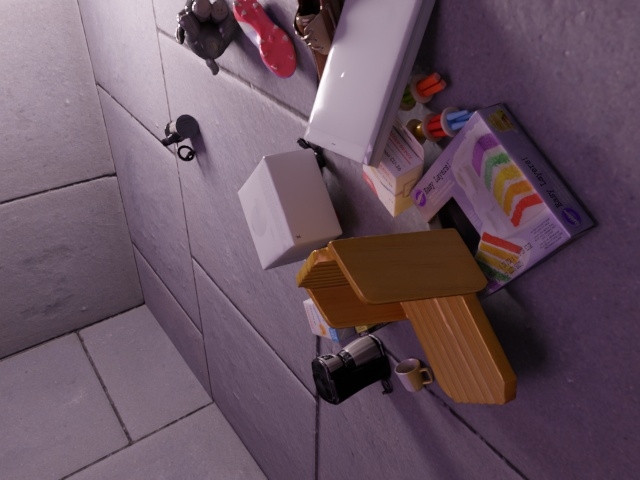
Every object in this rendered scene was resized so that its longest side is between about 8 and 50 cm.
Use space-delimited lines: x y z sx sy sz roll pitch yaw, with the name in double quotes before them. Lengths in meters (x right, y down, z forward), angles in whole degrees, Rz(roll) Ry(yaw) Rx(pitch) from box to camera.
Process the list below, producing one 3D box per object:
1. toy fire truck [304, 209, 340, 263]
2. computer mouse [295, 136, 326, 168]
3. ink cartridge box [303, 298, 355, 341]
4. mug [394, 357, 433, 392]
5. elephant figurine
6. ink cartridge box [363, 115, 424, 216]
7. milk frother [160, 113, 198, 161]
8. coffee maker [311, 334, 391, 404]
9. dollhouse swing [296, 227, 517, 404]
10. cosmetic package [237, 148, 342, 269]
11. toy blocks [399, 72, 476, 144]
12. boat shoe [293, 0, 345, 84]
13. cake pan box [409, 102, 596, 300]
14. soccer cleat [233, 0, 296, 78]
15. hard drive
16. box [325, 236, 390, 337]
"toy fire truck" 0.000 0.000 1.495 0.135 0.047 0.192 27 131 51
"computer mouse" -0.005 -0.256 1.333 0.106 0.042 0.193 58 150 20
"ink cartridge box" 0.014 0.215 1.602 0.181 0.062 0.104 2 111 59
"mug" 0.219 0.323 1.335 0.078 0.062 0.064 8 124 65
"elephant figurine" -0.327 -0.605 1.564 0.169 0.186 0.239 35 -172 -39
"ink cartridge box" 0.135 -0.144 1.080 0.115 0.067 0.198 55 170 24
"milk frother" -0.486 -0.365 2.040 0.143 0.129 0.135 32 166 -28
"coffee maker" 0.084 0.347 1.452 0.171 0.178 0.120 62 151 11
"dollhouse swing" 0.142 0.174 1.073 0.347 0.315 0.305 126 137 -72
"cosmetic package" -0.081 -0.072 1.398 0.225 0.138 0.224 -37 70 61
"toy blocks" 0.200 -0.235 0.988 0.148 0.054 0.123 -4 106 60
"boat shoe" 0.000 -0.430 1.129 0.123 0.116 0.324 25 130 51
"cake pan box" 0.284 -0.054 0.959 0.245 0.070 0.267 62 152 16
"soccer cleat" -0.130 -0.486 1.372 0.248 0.083 0.095 56 179 12
"hard drive" 0.080 -0.306 1.025 0.203 0.040 0.307 32 110 47
"box" 0.088 0.113 1.384 0.232 0.087 0.058 63 151 7
